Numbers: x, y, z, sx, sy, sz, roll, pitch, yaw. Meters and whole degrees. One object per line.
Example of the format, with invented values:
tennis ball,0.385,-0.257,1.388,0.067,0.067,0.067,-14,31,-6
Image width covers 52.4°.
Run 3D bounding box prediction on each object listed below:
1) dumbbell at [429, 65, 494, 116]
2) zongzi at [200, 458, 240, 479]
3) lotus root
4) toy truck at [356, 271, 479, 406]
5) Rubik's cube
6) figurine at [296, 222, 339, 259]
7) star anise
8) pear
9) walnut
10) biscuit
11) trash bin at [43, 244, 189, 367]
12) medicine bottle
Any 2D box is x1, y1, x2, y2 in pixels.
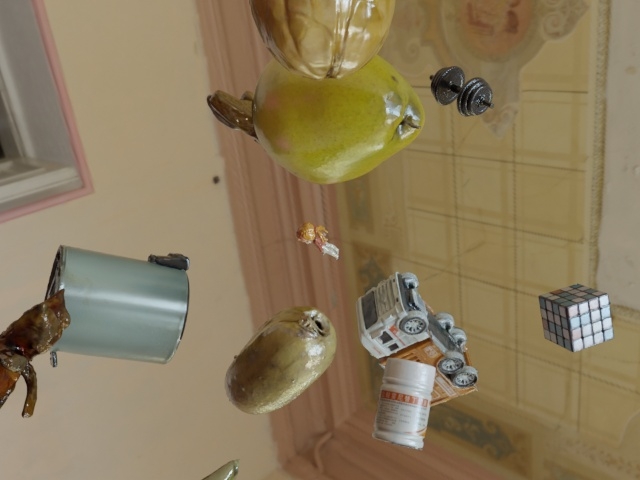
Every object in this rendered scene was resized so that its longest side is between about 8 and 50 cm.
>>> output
dumbbell,0.339,-0.361,1.573,0.208,0.099,0.099,41,-42,42
zongzi,-0.167,0.461,0.764,0.289,0.318,0.154,61,-12,-3
lotus root,-0.092,0.253,1.289,0.151,0.169,0.342,41,-52,-1
toy truck,0.244,0.270,1.708,0.207,0.173,0.387,-31,-57,20
Rubik's cube,0.481,0.144,1.227,0.092,0.092,0.092,-150,-134,-72
figurine,0.000,0.000,1.333,0.109,0.064,0.047,34,-55,-27
star anise,-0.443,0.158,0.943,0.196,0.212,0.111,27,-13,50
pear,0.024,-0.224,1.176,0.336,0.285,0.284,-126,-151,-59
walnut,0.001,-0.275,0.692,0.159,0.159,0.206,-4,-85,51
biscuit,-0.092,-0.256,1.560,0.283,0.432,0.064,36,-73,4
trash bin,-0.436,0.140,1.374,0.217,0.263,0.277,4,-99,64
medicine bottle,0.091,0.177,0.710,0.057,0.057,0.089,-5,-113,51
